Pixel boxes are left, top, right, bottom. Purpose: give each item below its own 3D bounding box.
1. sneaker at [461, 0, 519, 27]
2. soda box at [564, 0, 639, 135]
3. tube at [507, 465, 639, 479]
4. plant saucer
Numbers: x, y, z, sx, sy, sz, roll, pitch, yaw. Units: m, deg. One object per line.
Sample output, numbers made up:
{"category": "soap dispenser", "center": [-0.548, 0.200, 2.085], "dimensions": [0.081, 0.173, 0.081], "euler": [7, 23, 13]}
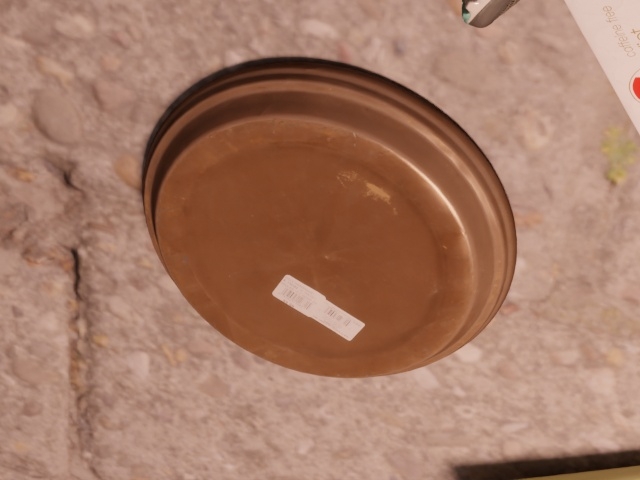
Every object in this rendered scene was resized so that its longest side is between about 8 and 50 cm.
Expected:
{"category": "sneaker", "center": [0.145, -0.173, 0.890], "dimensions": [0.076, 0.065, 0.166], "euler": [28, 137, -15]}
{"category": "soda box", "center": [0.186, -0.132, 0.846], "dimensions": [0.074, 0.069, 0.216], "euler": [-9, 148, 25]}
{"category": "tube", "center": [0.223, 0.204, 1.168], "dimensions": [0.240, 0.070, 0.062], "euler": [-10, 82, 19]}
{"category": "plant saucer", "center": [0.000, 0.000, 1.093], "dimensions": [0.278, 0.041, 0.278], "euler": [9, 130, 11]}
